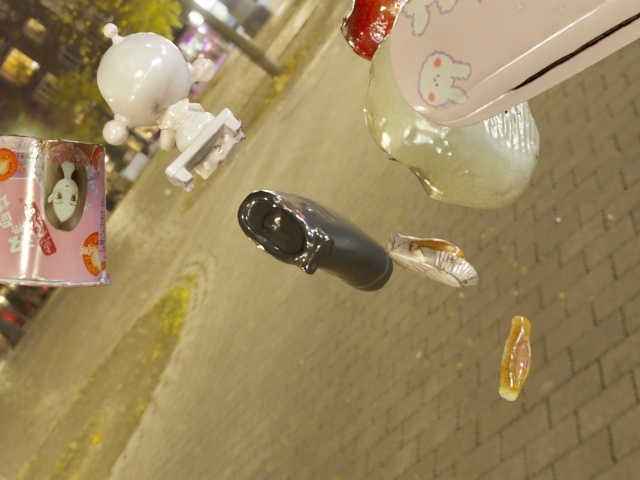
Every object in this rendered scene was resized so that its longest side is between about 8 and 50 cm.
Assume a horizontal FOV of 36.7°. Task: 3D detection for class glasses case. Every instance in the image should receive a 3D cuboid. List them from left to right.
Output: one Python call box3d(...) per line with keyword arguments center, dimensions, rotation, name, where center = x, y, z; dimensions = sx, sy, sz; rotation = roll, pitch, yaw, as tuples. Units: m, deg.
box3d(center=(0.174, -0.181, 0.648), dimensions=(0.297, 0.075, 0.113), rotation=(-30, 58, 31), name="glasses case")

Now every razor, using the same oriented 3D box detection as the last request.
box3d(center=(0.001, -0.001, 1.759), dimensions=(0.113, 0.204, 0.349), rotation=(-57, -28, 6), name="razor")

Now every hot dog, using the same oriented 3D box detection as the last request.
box3d(center=(0.185, 0.030, 1.630), dimensions=(0.191, 0.108, 0.059), rotation=(16, 66, 52), name="hot dog")
box3d(center=(0.292, 0.172, 1.423), dimensions=(0.028, 0.044, 0.137), rotation=(-34, 28, 49), name="hot dog")

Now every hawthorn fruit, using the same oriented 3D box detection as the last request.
box3d(center=(0.125, -0.349, 1.573), dimensions=(0.148, 0.172, 0.148), rotation=(-54, -8, -12), name="hawthorn fruit")

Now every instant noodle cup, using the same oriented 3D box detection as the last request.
box3d(center=(-0.450, -0.047, 1.554), dimensions=(0.243, 0.243, 0.231), rotation=(-168, 82, -76), name="instant noodle cup")

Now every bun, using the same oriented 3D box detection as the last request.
box3d(center=(0.165, -0.159, 1.262), dimensions=(0.168, 0.273, 0.273), rotation=(-43, 17, 37), name="bun")

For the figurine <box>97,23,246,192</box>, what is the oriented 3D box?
box3d(center=(-0.238, -0.202, 1.421), dimensions=(0.182, 0.256, 0.144), rotation=(-45, -1, 11), name="figurine")
